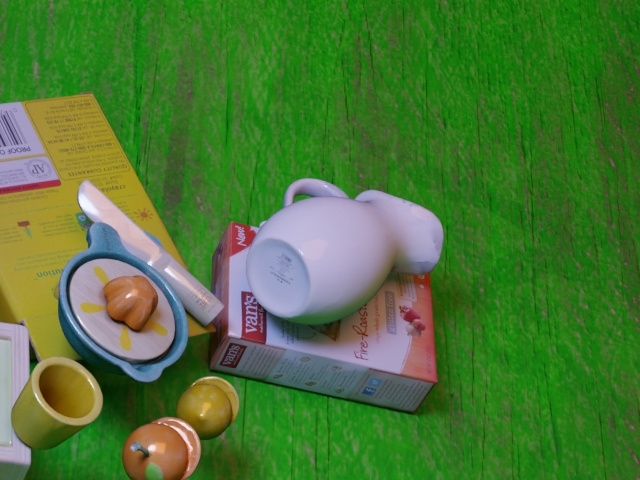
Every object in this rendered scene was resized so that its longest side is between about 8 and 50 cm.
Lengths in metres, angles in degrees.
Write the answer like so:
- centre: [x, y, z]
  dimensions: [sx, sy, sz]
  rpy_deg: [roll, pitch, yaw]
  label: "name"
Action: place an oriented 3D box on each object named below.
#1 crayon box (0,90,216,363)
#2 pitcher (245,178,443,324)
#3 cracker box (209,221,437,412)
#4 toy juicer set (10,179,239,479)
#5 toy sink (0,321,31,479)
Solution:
- centre: [-0.264, 0.002, 1.899]
  dimensions: [0.202, 0.081, 0.318]
  rpy_deg: [-10, 57, -33]
  label: "crayon box"
- centre: [0.000, 0.000, 1.927]
  dimensions: [0.178, 0.125, 0.207]
  rpy_deg: [28, 30, 28]
  label: "pitcher"
- centre: [0.002, 0.080, 1.977]
  dimensions: [0.232, 0.067, 0.155]
  rpy_deg: [13, 47, -16]
  label: "cracker box"
- centre: [-0.153, 0.084, 1.745]
  dimensions: [0.209, 0.089, 0.329]
  rpy_deg: [30, 39, -18]
  label: "toy juicer set"
- centre: [-0.384, 0.152, 1.674]
  dimensions: [0.234, 0.131, 0.152]
  rpy_deg: [9, 48, -20]
  label: "toy sink"
